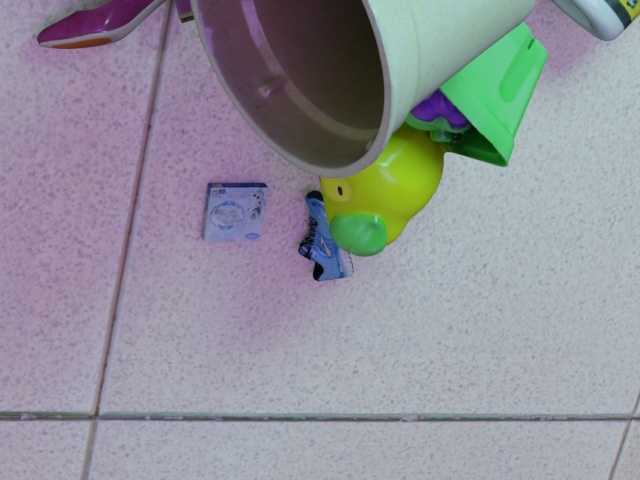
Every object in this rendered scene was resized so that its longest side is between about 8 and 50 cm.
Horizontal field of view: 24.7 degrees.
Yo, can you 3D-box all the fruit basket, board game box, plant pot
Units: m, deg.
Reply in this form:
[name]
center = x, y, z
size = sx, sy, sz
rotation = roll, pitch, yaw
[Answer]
[fruit basket]
center = 0.085, -0.179, 1.984
size = 0.392, 0.392, 0.283
rotation = -44, 123, 4
[board game box]
center = -0.128, -0.042, 2.174
size = 0.090, 0.020, 0.090
rotation = -1, 115, -22
[plant pot]
center = 0.073, -0.283, 1.646
size = 0.305, 0.334, 0.333
rotation = -30, 126, -30

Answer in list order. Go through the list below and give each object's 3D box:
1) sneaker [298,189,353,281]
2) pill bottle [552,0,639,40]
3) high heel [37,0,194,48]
[sneaker]
center = 0.000, 0.000, 2.224
size = 0.073, 0.063, 0.162
rotation = -20, 121, -8
[pill bottle]
center = 0.464, -0.466, 2.096
size = 0.334, 0.188, 0.188
rotation = -47, 123, 5
[high heel]
center = -0.269, -0.332, 1.951
size = 0.244, 0.082, 0.117
rotation = -15, 89, 1
